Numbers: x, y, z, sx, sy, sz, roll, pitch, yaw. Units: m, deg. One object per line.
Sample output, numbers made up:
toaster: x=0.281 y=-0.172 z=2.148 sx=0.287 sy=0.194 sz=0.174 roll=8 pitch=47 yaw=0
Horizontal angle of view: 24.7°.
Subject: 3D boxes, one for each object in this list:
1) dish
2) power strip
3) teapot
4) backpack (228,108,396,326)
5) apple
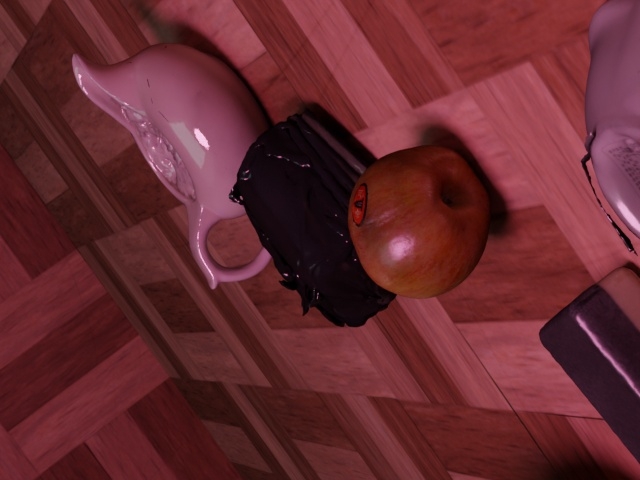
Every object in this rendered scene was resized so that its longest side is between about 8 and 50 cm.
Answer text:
dish: x=0.221 y=-0.043 z=0.869 sx=0.229 sy=0.081 sz=0.229 roll=47 pitch=161 yaw=21
power strip: x=0.278 y=0.142 z=1.111 sx=0.256 sy=0.070 sz=0.105 roll=53 pitch=166 yaw=8
teapot: x=-0.136 y=-0.096 z=1.594 sx=0.208 sy=0.166 sz=0.299 roll=-18 pitch=99 yaw=60
backpack: x=0.000 y=0.000 z=1.484 sx=0.206 sy=0.133 sz=0.258 roll=49 pitch=170 yaw=24
apple: x=0.086 y=-0.016 z=1.214 sx=0.102 sy=0.126 sz=0.126 roll=-28 pitch=100 yaw=43
